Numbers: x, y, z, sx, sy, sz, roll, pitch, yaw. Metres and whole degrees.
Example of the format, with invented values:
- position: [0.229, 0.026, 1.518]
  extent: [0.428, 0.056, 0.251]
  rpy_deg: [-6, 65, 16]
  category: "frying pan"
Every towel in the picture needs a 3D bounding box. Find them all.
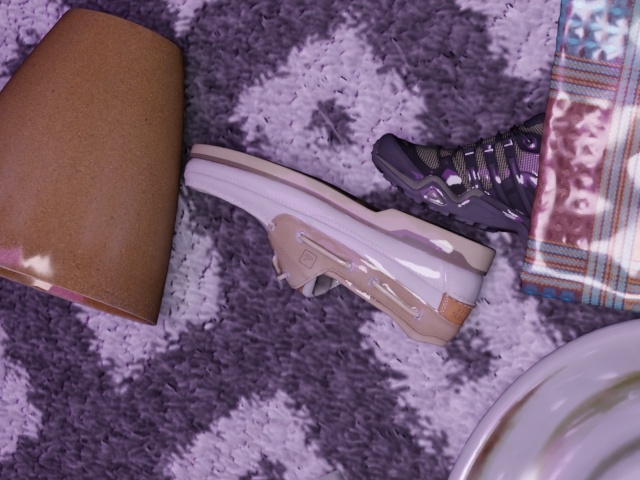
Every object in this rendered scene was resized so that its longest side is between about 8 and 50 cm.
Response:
- position: [0.358, -0.060, 1.171]
  extent: [0.370, 0.040, 0.272]
  rpy_deg: [8, 94, 12]
  category: "towel"

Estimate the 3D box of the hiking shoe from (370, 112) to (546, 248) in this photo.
- position: [0.158, -0.062, 1.282]
  extent: [0.226, 0.086, 0.114]
  rpy_deg: [23, 93, 12]
  category: "hiking shoe"

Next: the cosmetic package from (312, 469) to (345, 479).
- position: [0.037, 0.336, 1.341]
  extent: [0.099, 0.060, 0.239]
  rpy_deg: [-40, 75, 24]
  category: "cosmetic package"

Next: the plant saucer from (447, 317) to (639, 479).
- position: [0.264, 0.262, 1.156]
  extent: [0.400, 0.100, 0.401]
  rpy_deg: [-21, 57, 37]
  category: "plant saucer"

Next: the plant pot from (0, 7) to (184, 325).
- position: [-0.225, -0.077, 1.382]
  extent: [0.237, 0.237, 0.254]
  rpy_deg: [15, 83, 23]
  category: "plant pot"

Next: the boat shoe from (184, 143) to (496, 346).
- position: [0.000, 0.000, 1.327]
  extent: [0.302, 0.113, 0.103]
  rpy_deg: [22, 94, 21]
  category: "boat shoe"
